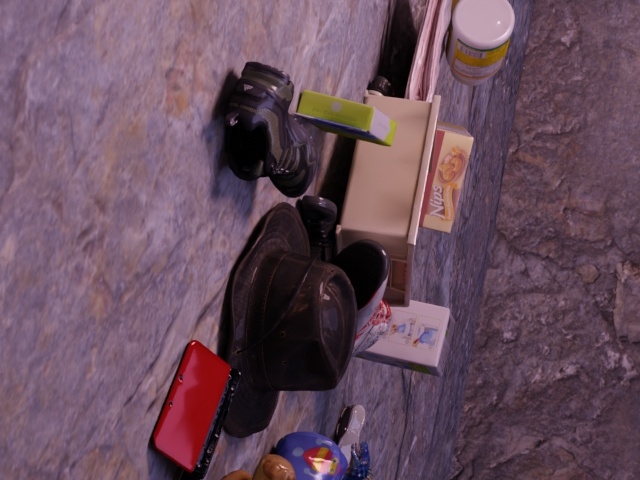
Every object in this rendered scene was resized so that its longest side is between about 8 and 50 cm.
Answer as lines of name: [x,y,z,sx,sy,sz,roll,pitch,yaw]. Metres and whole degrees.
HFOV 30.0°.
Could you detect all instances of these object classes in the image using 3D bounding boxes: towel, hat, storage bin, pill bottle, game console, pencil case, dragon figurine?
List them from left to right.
game console: [-0.160,0.212,1.445,0.124,0.085,0.144,-43,-157,59]
pencil case: [-0.054,0.436,1.786,0.119,0.133,0.306,37,53,-22]
hat: [-0.023,0.120,1.642,0.331,0.134,0.331,11,90,-75]
dragon figurine: [0.000,0.455,1.933,0.085,0.144,0.289,58,45,-67]
storage bin: [0.108,-0.061,1.917,0.260,0.123,0.262,85,15,-64]
towel: [0.184,-0.285,2.129,0.332,0.053,0.317,91,13,-70]
pill bottle: [0.299,-0.377,2.275,0.208,0.117,0.118,88,17,-72]

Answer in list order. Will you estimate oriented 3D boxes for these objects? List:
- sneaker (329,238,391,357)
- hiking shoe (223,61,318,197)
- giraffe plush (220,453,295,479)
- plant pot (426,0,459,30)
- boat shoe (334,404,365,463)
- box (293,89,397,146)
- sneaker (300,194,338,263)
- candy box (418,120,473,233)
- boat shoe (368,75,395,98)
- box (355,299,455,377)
sneaker: [0.062,0.088,1.849,0.145,0.090,0.270,-24,147,-49]
hiking shoe: [-0.073,-0.110,1.444,0.114,0.086,0.227,-56,150,-24]
giraffe plush: [-0.106,0.404,1.560,0.210,0.181,0.170,-49,167,27]
plant pot: [0.249,-0.458,2.326,0.081,0.081,0.083,-53,160,-58]
boat shoe: [0.047,0.366,2.239,0.046,0.038,0.125,36,59,-34]
box: [0.037,-0.173,1.702,0.178,0.109,0.042,12,93,-75]
sneaker: [-0.003,0.000,1.787,0.170,0.051,0.089,63,37,-70]
candy box: [0.225,-0.130,2.300,0.316,0.087,0.183,-72,174,-81]
boat shoe: [0.111,-0.230,2.038,0.042,0.049,0.133,-64,156,-20]
box: [0.116,0.154,2.029,0.114,0.203,0.103,54,49,-72]
